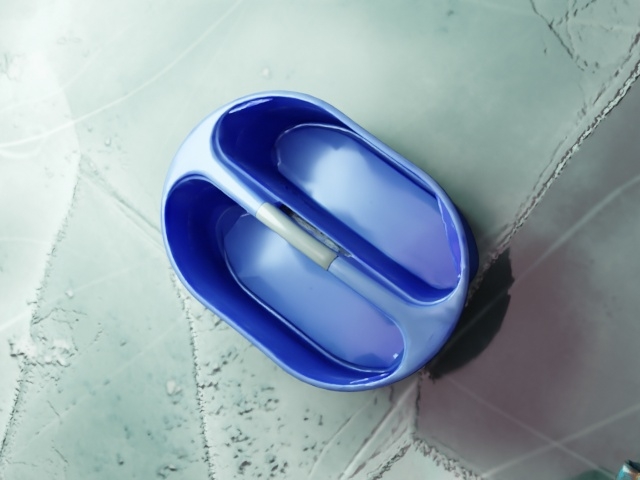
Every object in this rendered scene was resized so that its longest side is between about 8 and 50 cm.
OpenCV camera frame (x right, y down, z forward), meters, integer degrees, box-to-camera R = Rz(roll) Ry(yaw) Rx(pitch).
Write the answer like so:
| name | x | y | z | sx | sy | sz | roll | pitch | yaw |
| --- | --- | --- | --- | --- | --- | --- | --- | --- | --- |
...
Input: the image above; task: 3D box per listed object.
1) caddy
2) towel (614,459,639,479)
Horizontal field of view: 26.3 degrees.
| name | x | y | z | sx | sy | sz | roll | pitch | yaw |
| --- | --- | --- | --- | --- | --- | --- | --- | --- | --- |
| caddy | 0.000 | 0.000 | 1.391 | 0.341 | 0.179 | 0.241 | 37 | 98 | 16 |
| towel | 0.335 | 0.389 | 1.229 | 0.271 | 0.040 | 0.370 | 16 | 113 | 0 |
